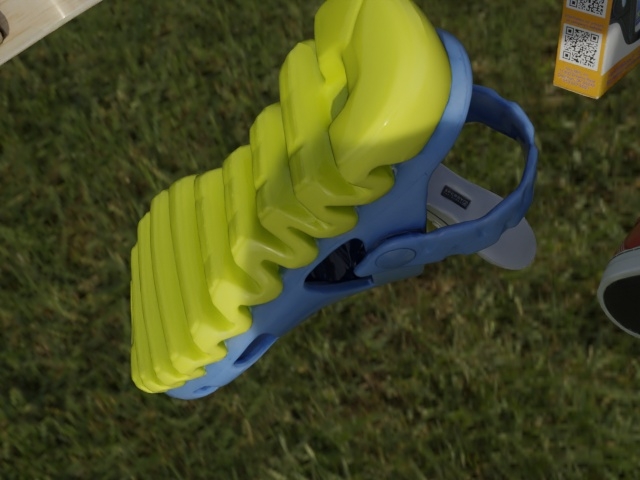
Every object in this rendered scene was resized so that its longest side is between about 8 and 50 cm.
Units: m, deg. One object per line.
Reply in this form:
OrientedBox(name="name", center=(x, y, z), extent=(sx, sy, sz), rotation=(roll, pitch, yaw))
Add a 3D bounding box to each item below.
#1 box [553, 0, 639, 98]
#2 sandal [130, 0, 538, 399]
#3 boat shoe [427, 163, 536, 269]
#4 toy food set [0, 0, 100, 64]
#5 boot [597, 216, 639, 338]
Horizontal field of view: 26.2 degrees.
OrientedBox(name="box", center=(0.143, -0.142, 0.630), extent=(0.028, 0.136, 0.081), rotation=(25, 42, 27))
OrientedBox(name="sandal", center=(0.000, 0.000, 0.731), extent=(0.138, 0.317, 0.126), rotation=(13, 56, -32))
OrientedBox(name="boat shoe", center=(0.082, -0.017, 0.811), extent=(0.100, 0.035, 0.035), rotation=(32, 85, -10))
OrientedBox(name="toy food set", center=(-0.232, -0.104, 0.452), extent=(0.306, 0.219, 0.092), rotation=(-36, 16, -12))
OrientedBox(name="boot", center=(0.305, -0.029, 0.853), extent=(0.244, 0.088, 0.176), rotation=(-7, 39, 44))
